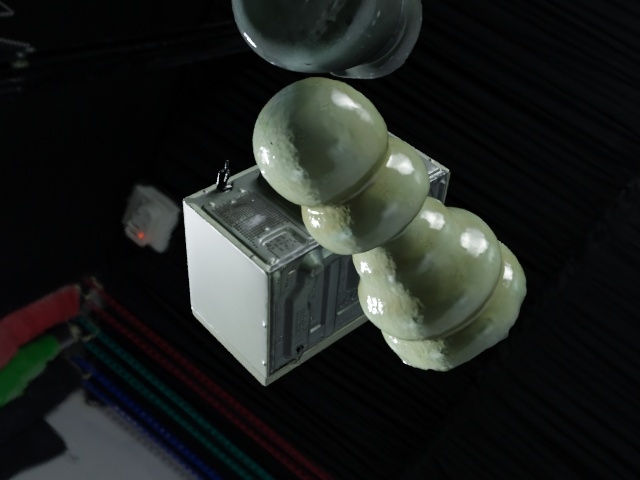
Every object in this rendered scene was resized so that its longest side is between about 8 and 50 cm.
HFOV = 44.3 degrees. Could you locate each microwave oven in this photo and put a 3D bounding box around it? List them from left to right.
[{"bbox_3d":[0.000,0.000,0.808,0.240,0.145,0.194,-29,-36,-32],"label":"microwave oven"}]

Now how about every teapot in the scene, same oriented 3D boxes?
[{"bbox_3d":[0.035,-0.376,1.134,0.285,0.223,0.305,2,-87,-63],"label":"teapot"}]

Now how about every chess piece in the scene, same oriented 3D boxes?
[{"bbox_3d":[0.046,-0.022,0.605,0.133,0.243,0.133,-29,31,20],"label":"chess piece"}]
